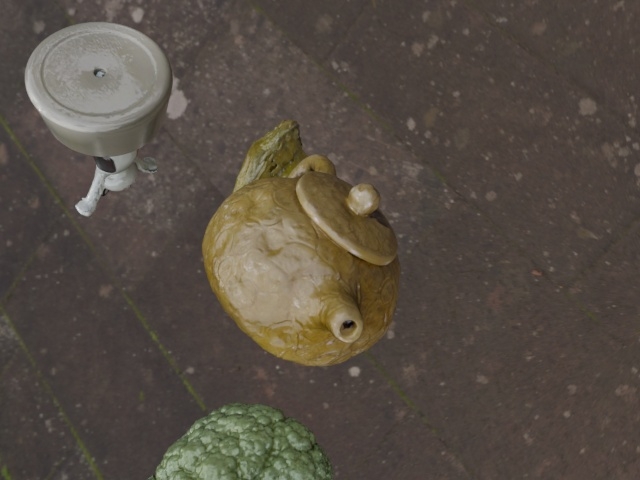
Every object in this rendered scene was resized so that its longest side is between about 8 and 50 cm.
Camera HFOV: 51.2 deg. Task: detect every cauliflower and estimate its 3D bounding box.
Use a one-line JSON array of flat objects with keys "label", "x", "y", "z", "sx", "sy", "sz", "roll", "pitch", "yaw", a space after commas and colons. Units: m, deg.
[{"label": "cauliflower", "x": -0.135, "y": 0.407, "z": 1.079, "sx": 0.275, "sy": 0.272, "sz": 0.250, "roll": 12, "pitch": 128, "yaw": 44}]

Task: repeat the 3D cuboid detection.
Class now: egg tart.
[{"label": "egg tart", "x": -0.084, "y": -0.099, "z": 1.186, "sx": 0.105, "sy": 0.241, "sz": 0.241, "roll": 31, "pitch": 101, "yaw": 5}]

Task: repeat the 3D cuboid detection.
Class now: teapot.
[{"label": "teapot", "x": 0.000, "y": 0.000, "z": 0.667, "sx": 0.167, "sy": 0.203, "sz": 0.311, "roll": -49, "pitch": 26, "yaw": 25}]

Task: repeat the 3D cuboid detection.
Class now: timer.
[{"label": "timer", "x": -0.292, "y": -0.146, "z": 0.933, "sx": 0.175, "sy": 0.266, "sz": 0.175, "roll": 4, "pitch": 62, "yaw": -8}]
